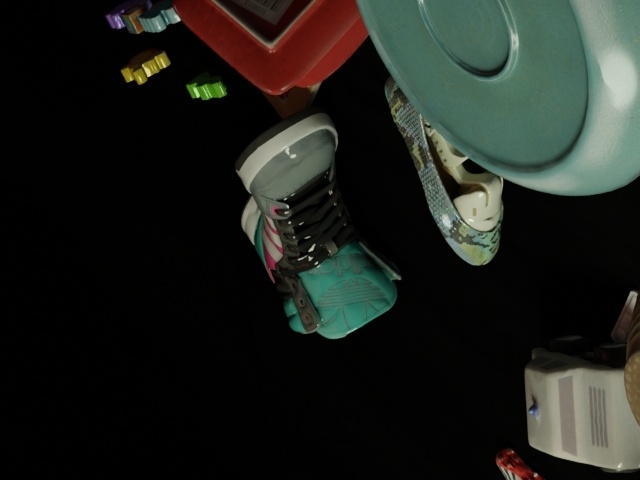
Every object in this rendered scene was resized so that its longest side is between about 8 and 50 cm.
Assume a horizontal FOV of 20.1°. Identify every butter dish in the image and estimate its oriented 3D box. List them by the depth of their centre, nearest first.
[{"bbox_3d":[-0.012,-0.193,1.489,0.160,0.160,0.118,43,179,33],"label":"butter dish"}]

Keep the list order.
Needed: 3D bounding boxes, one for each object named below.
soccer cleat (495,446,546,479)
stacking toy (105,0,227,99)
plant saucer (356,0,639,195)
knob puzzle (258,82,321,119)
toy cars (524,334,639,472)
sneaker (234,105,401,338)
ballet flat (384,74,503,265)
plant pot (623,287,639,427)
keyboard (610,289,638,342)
[{"bbox_3d":[0.204,0.240,1.786,0.083,0.029,0.035,47,167,32],"label":"soccer cleat"},{"bbox_3d":[-0.179,-0.240,1.906,0.221,0.052,0.167,19,140,57],"label":"stacking toy"},{"bbox_3d":[0.111,-0.163,1.245,0.317,0.044,0.317,43,152,30],"label":"plant saucer"},{"bbox_3d":[-0.058,-0.214,1.685,0.213,0.030,0.213,47,159,24],"label":"knob puzzle"},{"bbox_3d":[0.223,0.204,1.386,0.393,0.087,0.176,-110,21,-44],"label":"toy cars"},{"bbox_3d":[0.000,0.000,1.735,0.178,0.124,0.295,56,168,15],"label":"sneaker"},{"bbox_3d":[0.114,-0.060,1.486,0.188,0.070,0.070,60,160,-20],"label":"ballet flat"},{"bbox_3d":[0.289,0.100,1.244,0.237,0.110,0.237,45,156,27],"label":"plant pot"},{"bbox_3d":[0.320,0.144,1.389,0.256,0.014,0.072,47,158,23],"label":"keyboard"}]
